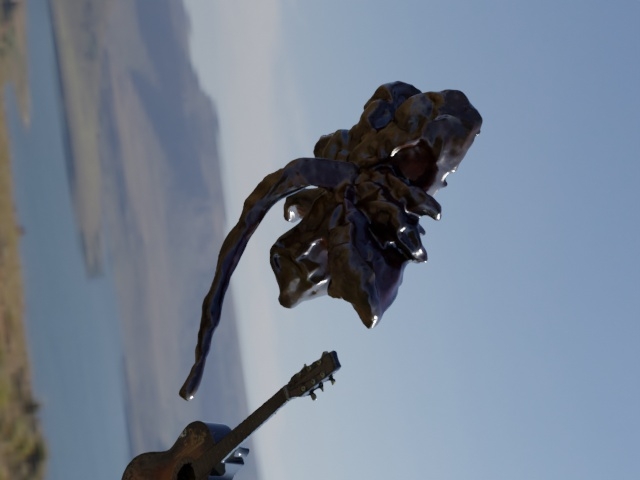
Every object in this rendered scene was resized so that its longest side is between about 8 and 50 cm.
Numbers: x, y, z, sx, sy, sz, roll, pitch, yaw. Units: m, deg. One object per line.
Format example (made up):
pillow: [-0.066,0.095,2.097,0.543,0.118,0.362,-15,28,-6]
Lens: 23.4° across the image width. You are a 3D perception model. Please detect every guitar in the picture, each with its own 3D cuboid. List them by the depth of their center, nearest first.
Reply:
guitar: [-0.060,0.141,1.031,0.233,0.025,0.088,-43,-129,32]

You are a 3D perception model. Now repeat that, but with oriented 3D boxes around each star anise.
star anise: [0.000,0.000,0.696,0.070,0.097,0.191,46,63,-35]
